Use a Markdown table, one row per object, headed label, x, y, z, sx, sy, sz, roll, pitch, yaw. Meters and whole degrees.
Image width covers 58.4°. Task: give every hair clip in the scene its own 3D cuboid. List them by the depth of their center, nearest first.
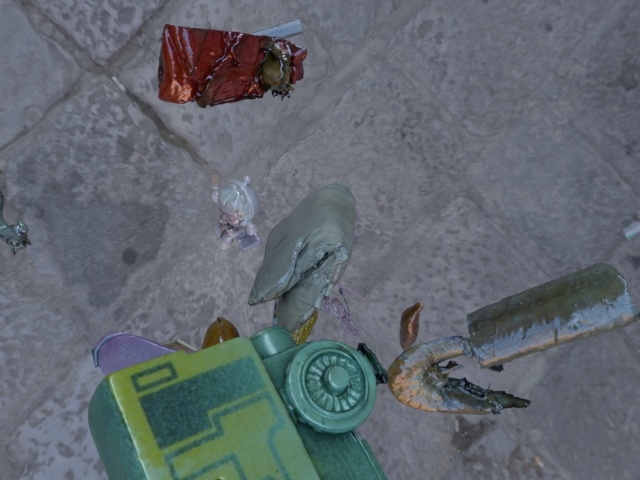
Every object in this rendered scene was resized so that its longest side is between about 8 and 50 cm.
| label | x | y | z | sx | sy | sz | roll | pitch | yaw |
| --- | --- | --- | --- | --- | --- | --- | --- | --- | --- |
| hair clip | -0.327 | 0.274 | 1.262 | 0.358 | 0.096 | 0.110 | 0 | 126 | -1 |

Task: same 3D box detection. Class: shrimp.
| label | x | y | z | sx | sy | sz | roll | pitch | yaw |
| --- | --- | --- | --- | --- | --- | --- | --- | --- | --- |
| shrimp | 0.394 | 0.372 | 1.540 | 0.445 | 0.085 | 0.272 | 18 | 120 | -16 |

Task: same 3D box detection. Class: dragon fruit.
| label | x | y | z | sx | sy | sz | roll | pitch | yaw |
| --- | --- | --- | --- | --- | --- | --- | --- | --- | --- |
| dragon fruit | -0.111 | -0.216 | 0.731 | 0.192 | 0.122 | 0.092 | -4 | 108 | -26 |

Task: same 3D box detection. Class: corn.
| label | x | y | z | sx | sy | sz | roll | pitch | yaw |
| --- | --- | --- | --- | --- | --- | --- | --- | --- | --- |
| corn | -0.085 | 0.294 | 1.757 | 0.091 | 0.091 | 0.260 | 31 | 60 | -4 |

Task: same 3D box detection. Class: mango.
| label | x | y | z | sx | sy | sz | roll | pitch | yaw |
| --- | --- | --- | --- | --- | --- | --- | --- | --- | --- |
| mango | -0.165 | 0.188 | 0.926 | 0.077 | 0.063 | 0.127 | 1 | 80 | 32 |

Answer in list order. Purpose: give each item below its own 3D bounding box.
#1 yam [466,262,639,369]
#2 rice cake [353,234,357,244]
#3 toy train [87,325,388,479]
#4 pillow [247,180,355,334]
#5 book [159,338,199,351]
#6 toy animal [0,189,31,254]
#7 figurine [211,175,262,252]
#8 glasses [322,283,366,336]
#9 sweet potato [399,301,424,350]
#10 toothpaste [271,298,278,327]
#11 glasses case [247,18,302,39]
| label | x | y | z | sx | sy | sz | roll | pitch | yaw |
| --- | --- | --- | --- | --- | --- | --- | --- | --- | --- |
| yam | 0.185 | 0.063 | 0.470 | 0.132 | 0.054 | 0.054 | -25 | 98 | 21 |
| rice cake | -0.001 | 0.000 | 0.990 | 0.080 | 0.221 | 0.042 | 44 | 112 | 8 |
| toy train | -0.012 | 0.248 | 0.460 | 0.237 | 0.150 | 0.369 | -15 | 62 | -34 |
| pillow | -0.013 | 0.010 | 0.660 | 0.078 | 0.181 | 0.134 | 37 | 113 | -16 |
| book | -0.386 | 0.342 | 1.716 | 0.172 | 0.118 | 0.012 | 37 | 54 | -29 |
| toy animal | -0.662 | -0.098 | 1.107 | 0.089 | 0.170 | 0.255 | -29 | 63 | -26 |
| figurine | -0.242 | -0.082 | 1.712 | 0.144 | 0.257 | 0.182 | -8 | 58 | -17 |
| glasses | 0.066 | 0.195 | 1.786 | 0.095 | 0.162 | 0.255 | -33 | 116 | 20 |
| sweet potato | 0.285 | 0.293 | 1.843 | 0.066 | 0.314 | 0.072 | 15 | 51 | 15 |
| toothpaste | -0.112 | 0.187 | 1.650 | 0.062 | 0.039 | 0.239 | -5 | 55 | 15 |
| glasses case | -0.161 | -0.652 | 1.825 | 0.204 | 0.071 | 0.047 | -18 | 109 | -2 |
